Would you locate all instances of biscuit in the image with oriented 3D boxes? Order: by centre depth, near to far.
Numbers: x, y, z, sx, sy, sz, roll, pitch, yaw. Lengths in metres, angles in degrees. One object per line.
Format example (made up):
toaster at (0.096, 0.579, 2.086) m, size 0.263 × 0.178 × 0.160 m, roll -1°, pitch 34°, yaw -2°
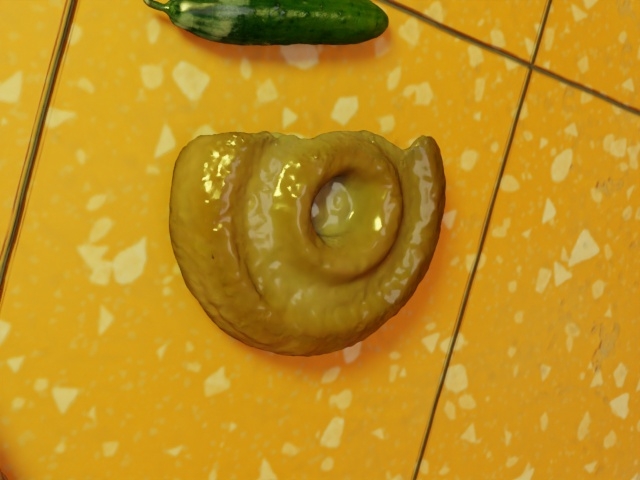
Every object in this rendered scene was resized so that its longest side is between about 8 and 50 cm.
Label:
biscuit at (0.001, 0.000, 0.886) m, size 0.274 × 0.091 × 0.213 m, roll -10°, pitch 105°, yaw -35°

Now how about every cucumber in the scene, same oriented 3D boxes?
cucumber at (-0.034, -0.191, 0.837) m, size 0.250 × 0.056 × 0.056 m, roll -7°, pitch 105°, yaw -34°

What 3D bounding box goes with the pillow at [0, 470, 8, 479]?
pillow at (-0.322, 0.236, 0.722) m, size 0.236 × 0.084 × 0.223 m, roll -38°, pitch 122°, yaw -19°
